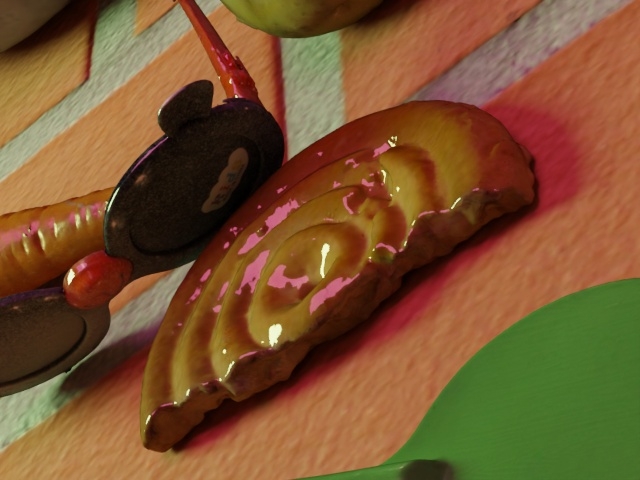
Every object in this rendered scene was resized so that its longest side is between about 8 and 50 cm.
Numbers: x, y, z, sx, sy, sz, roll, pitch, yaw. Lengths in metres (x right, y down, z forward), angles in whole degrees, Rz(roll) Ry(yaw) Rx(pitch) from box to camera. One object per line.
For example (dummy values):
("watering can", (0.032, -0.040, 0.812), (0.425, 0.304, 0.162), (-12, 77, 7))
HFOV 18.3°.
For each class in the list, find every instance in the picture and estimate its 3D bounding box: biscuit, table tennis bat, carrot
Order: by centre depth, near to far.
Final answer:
("table tennis bat", (0.055, 0.092, 0.730), (0.257, 0.039, 0.160), (-16, 41, 36))
("biscuit", (-0.001, -0.001, 0.924), (0.224, 0.033, 0.144), (-33, 32, 23))
("carrot", (-0.165, 0.005, 1.121), (0.256, 0.061, 0.061), (-25, 36, 33))

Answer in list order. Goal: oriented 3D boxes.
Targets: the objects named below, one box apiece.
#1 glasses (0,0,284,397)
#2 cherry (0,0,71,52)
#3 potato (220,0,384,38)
("glasses", (-0.161, -0.067, 1.049), (0.234, 0.118, 0.268), (-42, 56, 15))
("cherry", (-0.298, -0.256, 1.393), (0.326, 0.291, 0.335), (-30, 43, -3))
("potato", (0.015, -0.191, 1.097), (0.164, 0.081, 0.200), (-8, 49, 39))
